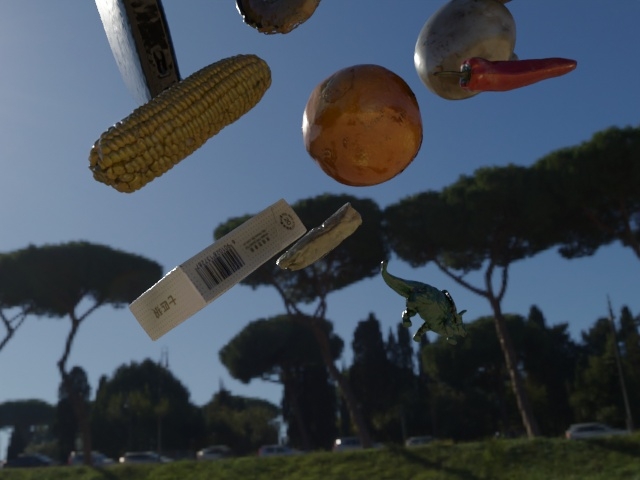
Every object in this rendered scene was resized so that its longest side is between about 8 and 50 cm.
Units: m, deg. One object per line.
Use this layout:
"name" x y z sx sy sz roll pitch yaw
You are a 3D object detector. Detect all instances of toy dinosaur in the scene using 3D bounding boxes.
"toy dinosaur" 0.199 0.136 1.596 0.079 0.120 0.292 -15 -27 43

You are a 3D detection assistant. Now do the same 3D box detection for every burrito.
"burrito" -0.001 -0.002 1.845 0.229 0.058 0.063 -39 -52 -14

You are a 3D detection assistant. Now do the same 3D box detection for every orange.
"orange" 0.082 -0.227 1.603 0.246 0.246 0.246 -4 -21 -1

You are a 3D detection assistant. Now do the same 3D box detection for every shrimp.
"shrimp" -0.059 -0.443 1.322 0.173 0.253 0.058 -7 -26 25

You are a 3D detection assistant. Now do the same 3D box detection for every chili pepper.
"chili pepper" 0.330 -0.299 1.442 0.272 0.063 0.071 -6 15 -14

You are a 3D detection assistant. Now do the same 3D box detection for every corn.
"corn" -0.183 -0.166 1.102 0.291 0.101 0.101 -37 -8 -24

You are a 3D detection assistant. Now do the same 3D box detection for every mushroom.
"mushroom" 0.337 -0.405 1.765 0.243 0.243 0.243 -4 -21 -1

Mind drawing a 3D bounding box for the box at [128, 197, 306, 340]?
"box" -0.200 0.054 1.615 0.210 0.095 0.330 -34 4 43

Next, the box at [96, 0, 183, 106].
"box" -0.324 -0.369 1.422 0.091 0.359 0.350 -21 -57 -14

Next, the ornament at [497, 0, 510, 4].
"ornament" 0.463 -0.638 1.774 0.217 0.235 0.221 -17 29 -20
